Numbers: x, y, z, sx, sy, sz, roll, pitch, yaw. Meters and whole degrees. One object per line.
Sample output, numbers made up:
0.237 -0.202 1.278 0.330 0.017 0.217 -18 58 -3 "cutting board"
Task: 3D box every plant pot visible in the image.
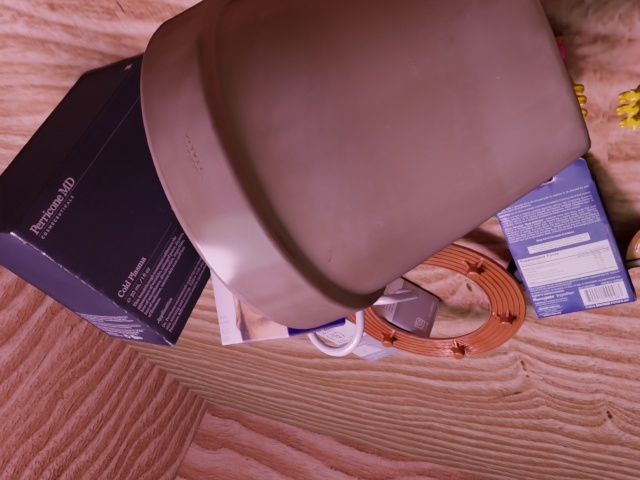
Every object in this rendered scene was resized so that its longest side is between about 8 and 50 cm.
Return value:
0.060 -0.113 0.496 0.280 0.323 0.323 -22 132 26 "plant pot"

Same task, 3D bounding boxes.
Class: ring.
0.193 0.122 1.019 0.337 0.032 0.336 11 139 10 "ring"

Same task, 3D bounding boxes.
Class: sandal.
0.448 0.001 0.781 0.049 0.072 0.180 48 153 -1 "sandal"

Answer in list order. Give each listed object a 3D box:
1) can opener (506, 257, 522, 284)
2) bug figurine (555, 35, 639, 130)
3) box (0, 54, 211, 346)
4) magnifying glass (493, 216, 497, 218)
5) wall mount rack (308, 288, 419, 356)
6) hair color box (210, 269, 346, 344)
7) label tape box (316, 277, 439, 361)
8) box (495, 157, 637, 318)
0.335 0.031 0.904 0.073 0.059 0.186 19 151 5 "can opener"
0.271 -0.203 0.536 0.279 0.072 0.216 8 144 32 "bug figurine"
-0.316 -0.057 0.918 0.179 0.343 0.312 0 144 36 "box"
0.208 -0.102 0.809 0.231 0.026 0.092 32 150 -20 "magnifying glass"
0.000 0.000 0.906 0.304 0.350 0.130 -8 177 40 "wall mount rack"
-0.087 -0.027 0.826 0.110 0.338 0.185 -7 173 -39 "hair color box"
0.037 0.124 1.216 0.348 0.115 0.249 28 150 -13 "label tape box"
0.334 -0.002 0.787 0.136 0.036 0.225 -17 110 32 "box"
